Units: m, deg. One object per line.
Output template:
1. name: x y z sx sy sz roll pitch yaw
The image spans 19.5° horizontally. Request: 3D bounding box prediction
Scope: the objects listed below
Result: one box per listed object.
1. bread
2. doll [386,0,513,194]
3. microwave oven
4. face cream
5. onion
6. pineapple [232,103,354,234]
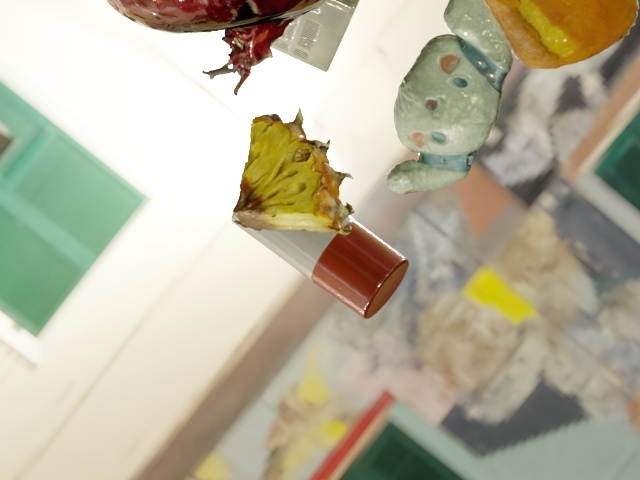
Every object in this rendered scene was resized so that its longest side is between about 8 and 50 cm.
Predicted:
1. bread: 0.271 -0.330 2.317 0.204 0.288 0.156 -20 -125 22
2. doll: 0.126 -0.137 1.825 0.214 0.103 0.071 -68 169 19
3. microwave oven: -0.061 -0.342 2.300 0.194 0.240 0.145 117 -4 -66
4. face cream: 0.000 0.000 2.338 0.096 0.214 0.096 -49 165 -18
5. onion: -0.074 -0.258 1.730 0.273 0.285 0.273 -10 -159 4
6. pineapple: -0.033 -0.052 1.711 0.116 0.137 0.069 -37 151 10
